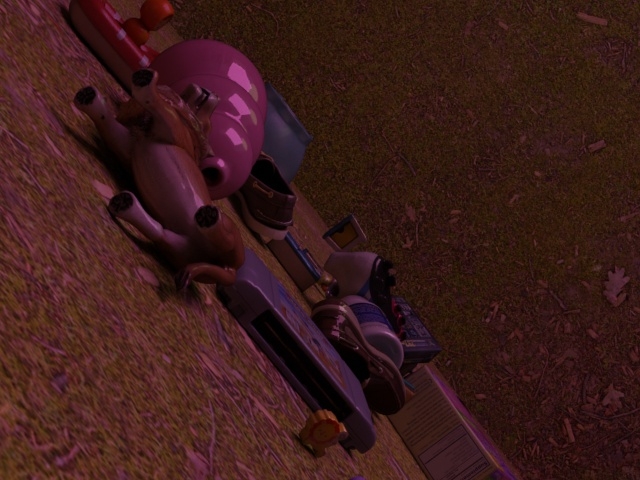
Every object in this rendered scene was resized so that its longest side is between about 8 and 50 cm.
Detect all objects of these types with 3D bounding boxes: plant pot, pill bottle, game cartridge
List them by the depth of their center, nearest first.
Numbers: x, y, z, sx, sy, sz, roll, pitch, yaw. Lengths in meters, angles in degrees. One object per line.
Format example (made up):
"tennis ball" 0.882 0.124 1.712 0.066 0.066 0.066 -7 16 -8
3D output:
"game cartridge" -0.033 0.143 1.417 0.297 0.062 0.198 51 9 -14
"pill bottle" 0.078 0.176 1.899 0.112 0.112 0.186 51 5 -24
"plant pot" -0.144 -0.250 2.436 0.293 0.196 0.293 52 5 -6

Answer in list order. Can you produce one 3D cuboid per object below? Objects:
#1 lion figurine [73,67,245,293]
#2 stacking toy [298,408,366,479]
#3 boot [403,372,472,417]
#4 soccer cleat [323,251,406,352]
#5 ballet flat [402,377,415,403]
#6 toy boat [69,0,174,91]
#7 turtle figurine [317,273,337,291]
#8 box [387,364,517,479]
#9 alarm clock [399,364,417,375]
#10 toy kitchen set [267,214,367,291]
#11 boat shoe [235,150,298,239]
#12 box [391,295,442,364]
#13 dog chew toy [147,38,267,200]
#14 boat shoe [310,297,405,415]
"lion figurine" -0.170 -0.057 1.233 0.240 0.142 0.392 60 10 -58
"stacking toy" 0.069 0.307 1.164 0.221 0.052 0.167 50 5 -37
"boot" 0.312 0.446 2.306 0.264 0.096 0.280 50 6 -39
"soccer cleat" 0.088 0.147 2.091 0.116 0.143 0.331 -59 148 -43
"ballet flat" 0.073 0.219 1.764 0.232 0.073 0.080 44 -4 -23
"toy boat" -0.319 -0.364 1.794 0.231 0.151 0.151 50 6 -31
"turtle figurine" 0.094 0.167 2.294 0.269 0.087 0.217 51 4 -17
"box" 0.247 0.387 1.948 0.243 0.117 0.213 56 5 32
"alarm clock" 0.210 0.299 2.659 0.192 0.064 0.129 57 5 13
"toy kitchen set" 0.000 0.000 2.122 0.122 0.166 0.207 53 4 -1
"boat shoe" -0.125 -0.123 2.074 0.117 0.096 0.324 16 24 -27
"box" 0.184 0.221 2.558 0.233 0.059 0.183 6 42 -56
"dog chew toy" -0.176 -0.174 1.561 0.206 0.207 0.332 50 13 -30
"boat shoe" 0.055 0.213 1.663 0.257 0.095 0.095 51 28 -30
